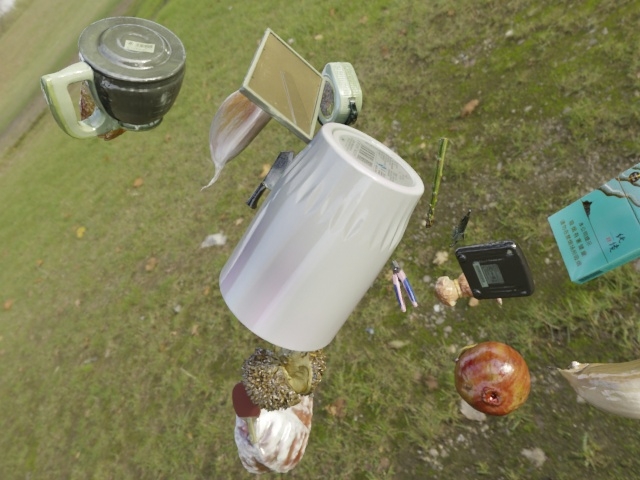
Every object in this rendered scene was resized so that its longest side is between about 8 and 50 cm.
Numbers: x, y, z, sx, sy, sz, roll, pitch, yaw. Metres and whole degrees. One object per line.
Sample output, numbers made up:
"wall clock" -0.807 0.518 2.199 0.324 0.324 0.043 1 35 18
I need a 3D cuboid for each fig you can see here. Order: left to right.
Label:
"fig" 0.448 0.351 1.348 0.205 0.205 0.205 -30 38 26

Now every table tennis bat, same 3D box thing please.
"table tennis bat" -0.181 0.432 1.286 0.087 0.013 0.156 -14 85 29

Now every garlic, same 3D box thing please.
"garlic" -0.193 -0.227 1.126 0.266 0.128 0.148 -58 0 3
"garlic" 0.756 0.354 1.259 0.338 0.151 0.196 -16 14 20

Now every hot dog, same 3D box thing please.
"hot dog" -0.637 -0.411 1.518 0.114 0.175 0.259 -56 9 -31

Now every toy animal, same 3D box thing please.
"toy animal" 0.457 0.163 1.607 0.185 0.104 0.184 -13 29 6

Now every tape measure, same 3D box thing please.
"tape measure" 0.059 -0.469 1.747 0.207 0.115 0.235 71 156 15

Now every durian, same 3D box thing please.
"durian" -0.081 0.268 1.091 0.196 0.196 0.167 -19 86 37

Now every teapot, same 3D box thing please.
"teapot" -0.474 -0.362 1.247 0.239 0.239 0.322 114 177 -50

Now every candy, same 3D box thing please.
"candy" -0.121 0.486 1.406 0.157 0.214 0.289 -19 47 38

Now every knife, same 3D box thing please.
"knife" -0.130 -0.163 1.400 0.230 0.060 0.028 -52 -2 35

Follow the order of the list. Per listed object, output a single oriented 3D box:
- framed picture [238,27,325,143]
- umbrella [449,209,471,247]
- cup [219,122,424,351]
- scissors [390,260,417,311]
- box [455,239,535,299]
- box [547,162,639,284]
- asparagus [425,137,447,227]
"framed picture" -0.060 -0.281 0.917 0.015 0.150 0.203 -34 34 38
"umbrella" 0.372 -0.037 1.340 0.044 0.269 0.044 -36 72 -9
"cup" 0.000 0.000 0.919 0.371 0.253 0.253 -56 28 27
"scissors" 0.172 0.093 1.082 0.039 0.012 0.113 -29 61 29
"box" 0.332 0.059 0.971 0.125 0.126 0.027 -10 28 40
"box" 0.581 -0.034 1.014 0.229 0.041 0.162 -41 44 44
"asparagus" 0.287 -0.136 1.270 0.025 0.248 0.024 -18 36 -32
